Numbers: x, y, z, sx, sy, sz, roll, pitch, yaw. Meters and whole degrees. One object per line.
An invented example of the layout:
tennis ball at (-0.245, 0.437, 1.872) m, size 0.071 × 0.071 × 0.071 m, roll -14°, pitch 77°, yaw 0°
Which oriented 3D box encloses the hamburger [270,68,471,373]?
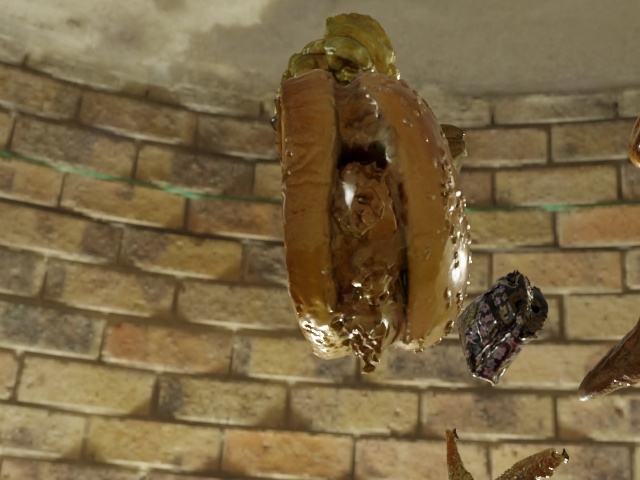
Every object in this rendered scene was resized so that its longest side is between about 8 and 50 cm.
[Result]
hamburger at (0.073, 0.003, 1.335) m, size 0.268 × 0.287 × 0.445 m, roll -4°, pitch 114°, yaw 2°

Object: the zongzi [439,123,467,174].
zongzi at (0.251, -0.095, 2.246) m, size 0.145 × 0.300 × 0.274 m, roll 5°, pitch 163°, yaw -16°

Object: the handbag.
handbag at (0.375, 0.169, 1.999) m, size 0.127 × 0.228 × 0.207 m, roll 28°, pitch 117°, yaw -11°

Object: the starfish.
starfish at (0.304, 0.493, 1.629) m, size 0.132 × 0.398 × 0.384 m, roll -16°, pitch -171°, yaw -15°

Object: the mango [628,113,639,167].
mango at (0.650, -0.207, 1.863) m, size 0.084 × 0.159 × 0.105 m, roll 28°, pitch 174°, yaw -11°

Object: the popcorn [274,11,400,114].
popcorn at (0.040, -0.256, 1.603) m, size 0.192 × 0.233 × 0.266 m, roll 44°, pitch 179°, yaw 0°

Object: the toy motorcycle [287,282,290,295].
toy motorcycle at (0.000, 0.000, 1.843) m, size 0.112 × 0.254 × 0.112 m, roll 9°, pitch 174°, yaw 1°

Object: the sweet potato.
sweet potato at (0.656, 0.219, 1.981) m, size 0.092 × 0.341 × 0.114 m, roll 24°, pitch -164°, yaw -35°
